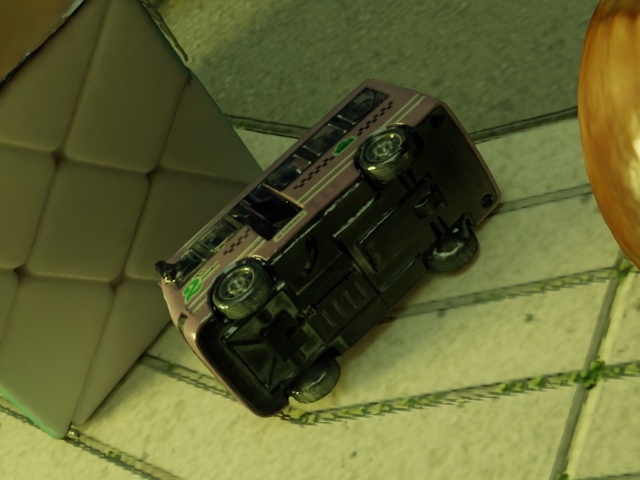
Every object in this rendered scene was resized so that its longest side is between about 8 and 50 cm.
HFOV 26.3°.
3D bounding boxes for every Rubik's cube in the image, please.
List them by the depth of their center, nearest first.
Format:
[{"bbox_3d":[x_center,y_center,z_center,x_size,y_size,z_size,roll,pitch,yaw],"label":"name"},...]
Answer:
[{"bbox_3d":[-0.207,-0.048,0.889,0.224,0.231,0.221,27,71,40],"label":"Rubik's cube"}]

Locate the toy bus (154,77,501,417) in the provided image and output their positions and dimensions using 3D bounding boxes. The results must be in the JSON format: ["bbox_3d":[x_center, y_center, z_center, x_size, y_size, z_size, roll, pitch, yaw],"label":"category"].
[{"bbox_3d":[0.000,0.000,0.800,0.199,0.096,0.108,-43,36,-9],"label":"toy bus"}]

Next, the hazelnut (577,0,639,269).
[{"bbox_3d":[0.222,-0.063,0.644,0.214,0.176,0.214,-11,77,55],"label":"hazelnut"}]
